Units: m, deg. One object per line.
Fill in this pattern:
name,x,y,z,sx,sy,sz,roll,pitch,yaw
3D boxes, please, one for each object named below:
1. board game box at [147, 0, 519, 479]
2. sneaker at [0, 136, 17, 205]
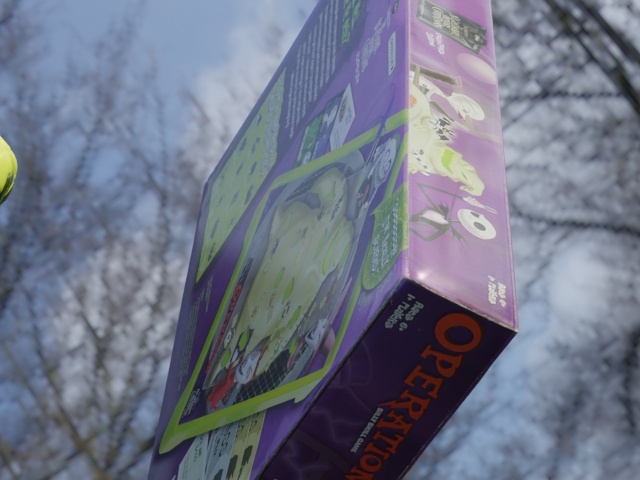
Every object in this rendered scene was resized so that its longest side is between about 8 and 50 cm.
board game box,0.000,0.000,0.728,0.347,0.056,0.208,-84,21,-57
sneaker,-0.338,0.012,1.205,0.295,0.123,0.109,-42,0,1
